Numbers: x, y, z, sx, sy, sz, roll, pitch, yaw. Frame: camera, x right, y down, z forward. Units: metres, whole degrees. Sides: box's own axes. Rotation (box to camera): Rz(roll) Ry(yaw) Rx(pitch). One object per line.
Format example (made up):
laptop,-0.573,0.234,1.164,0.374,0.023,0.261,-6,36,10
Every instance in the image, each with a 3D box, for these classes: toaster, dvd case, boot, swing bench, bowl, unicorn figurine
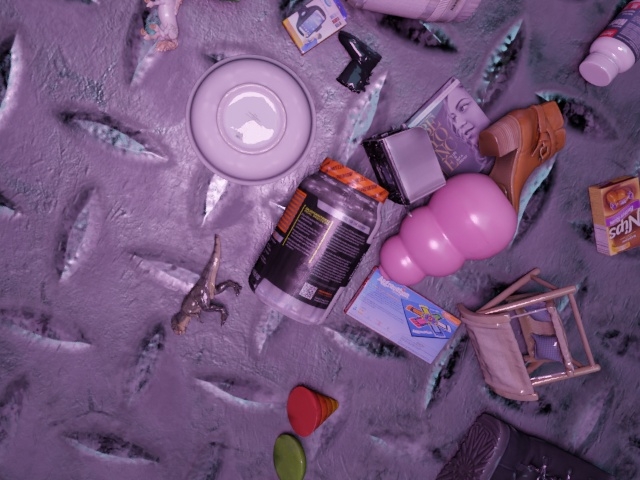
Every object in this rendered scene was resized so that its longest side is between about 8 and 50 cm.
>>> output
toaster,0.186,-0.167,1.049,0.110,0.168,0.185,-26,103,-3
dvd case,0.332,-0.259,1.128,0.164,0.018,0.221,-44,104,3
boot,0.500,-0.186,1.136,0.220,0.109,0.283,-27,113,-18
boot,0.575,0.733,1.320,0.445,0.146,0.366,28,98,-17
swing bench,0.526,0.249,1.188,0.255,0.165,0.253,-25,105,-2
boot,0.071,-0.402,1.050,0.121,0.045,0.099,31,102,-11
bowl,-0.149,-0.260,1.002,0.298,0.134,0.297,-2,101,-8
unicorn figurine,-0.320,-0.480,0.963,0.060,0.111,0.161,32,124,23

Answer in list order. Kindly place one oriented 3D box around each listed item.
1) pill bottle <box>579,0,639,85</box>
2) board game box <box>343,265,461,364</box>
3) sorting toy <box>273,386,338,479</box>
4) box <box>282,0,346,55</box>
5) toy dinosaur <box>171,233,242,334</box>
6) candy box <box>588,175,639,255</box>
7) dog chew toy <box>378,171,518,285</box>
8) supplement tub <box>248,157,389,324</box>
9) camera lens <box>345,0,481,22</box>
pill bottle,0.710,-0.462,1.092,0.108,0.108,0.180,40,93,-14
board game box,0.215,0.197,1.203,0.281,0.027,0.145,33,97,-13
sorting toy,-0.036,0.550,1.222,0.126,0.127,0.365,5,106,-39
box,-0.007,-0.486,1.027,0.136,0.028,0.081,-35,104,2
toy dinosaur,-0.262,0.130,1.107,0.118,0.064,0.268,27,94,-6
candy box,0.781,-0.065,1.215,0.109,0.053,0.186,-18,105,-5
dog chew toy,0.282,-0.009,1.084,0.332,0.206,0.206,-36,105,17
supplement tub,0.000,0.000,1.039,0.207,0.207,0.337,29,97,-13
camera lens,0.186,-0.573,0.937,0.275,0.219,0.219,6,101,-9
